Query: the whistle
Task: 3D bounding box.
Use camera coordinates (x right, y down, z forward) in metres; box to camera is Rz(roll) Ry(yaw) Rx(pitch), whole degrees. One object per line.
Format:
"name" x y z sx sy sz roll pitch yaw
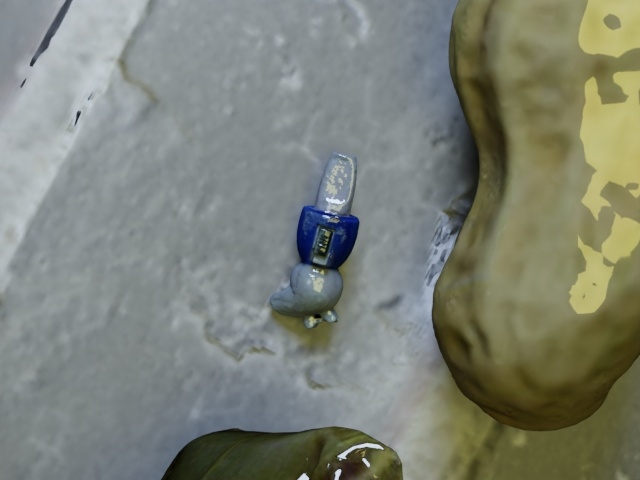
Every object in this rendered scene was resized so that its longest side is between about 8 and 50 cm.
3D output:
"whistle" 0.000 0.000 0.527 0.033 0.029 0.083 14 99 0

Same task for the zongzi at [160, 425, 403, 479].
"zongzi" -0.008 0.269 0.449 0.317 0.154 0.289 54 56 -25

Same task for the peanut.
"peanut" 0.113 -0.049 0.508 0.125 0.111 0.275 10 92 -11
